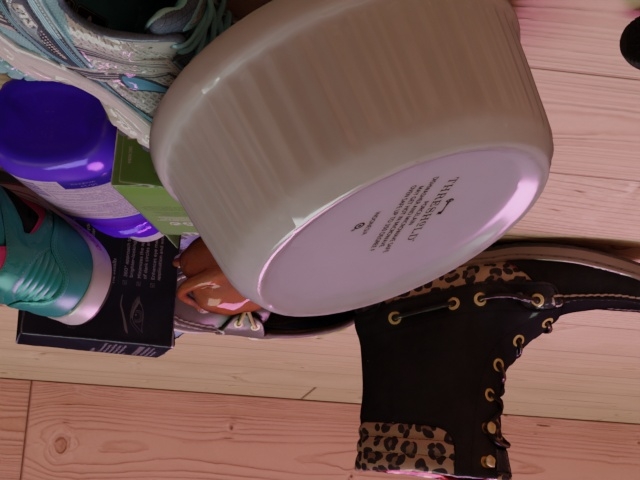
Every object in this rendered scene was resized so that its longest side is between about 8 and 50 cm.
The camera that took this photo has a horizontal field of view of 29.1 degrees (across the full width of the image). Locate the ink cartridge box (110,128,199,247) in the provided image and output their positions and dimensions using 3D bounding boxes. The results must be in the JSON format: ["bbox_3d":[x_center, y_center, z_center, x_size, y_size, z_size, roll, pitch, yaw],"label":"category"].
[{"bbox_3d":[-0.115,-0.067,1.061,0.062,0.109,0.209,2,166,9],"label":"ink cartridge box"}]

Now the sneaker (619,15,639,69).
[{"bbox_3d":[0.298,-0.131,0.833,0.170,0.051,0.089,-10,157,31],"label":"sneaker"}]

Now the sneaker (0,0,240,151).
[{"bbox_3d":[-0.105,-0.131,0.816,0.283,0.110,0.122,16,158,-42],"label":"sneaker"}]

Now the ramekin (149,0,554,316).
[{"bbox_3d":[0.031,-0.054,0.833,0.273,0.127,0.273,-20,157,-9],"label":"ramekin"}]

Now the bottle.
[{"bbox_3d":[-0.197,-0.065,1.121,0.118,0.092,0.283,0,166,10],"label":"bottle"}]

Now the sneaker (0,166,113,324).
[{"bbox_3d":[-0.342,-0.022,1.155,0.295,0.123,0.178,27,179,41],"label":"sneaker"}]

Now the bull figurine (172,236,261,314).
[{"bbox_3d":[0.000,0.000,1.211,0.310,0.101,0.188,-14,177,-15],"label":"bull figurine"}]

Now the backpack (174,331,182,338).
[{"bbox_3d":[-0.242,0.078,1.645,0.158,0.117,0.173,13,163,-33],"label":"backpack"}]

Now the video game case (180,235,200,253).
[{"bbox_3d":[-0.216,-0.029,1.410,0.196,0.026,0.274,-6,164,33],"label":"video game case"}]

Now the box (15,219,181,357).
[{"bbox_3d":[-0.233,0.036,1.302,0.158,0.156,0.093,7,166,-15],"label":"box"}]

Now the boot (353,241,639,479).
[{"bbox_3d":[0.214,0.147,1.475,0.377,0.284,0.138,4,166,0],"label":"boot"}]

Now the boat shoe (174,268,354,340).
[{"bbox_3d":[-0.082,0.073,1.568,0.305,0.109,0.091,3,-174,-34],"label":"boat shoe"}]
